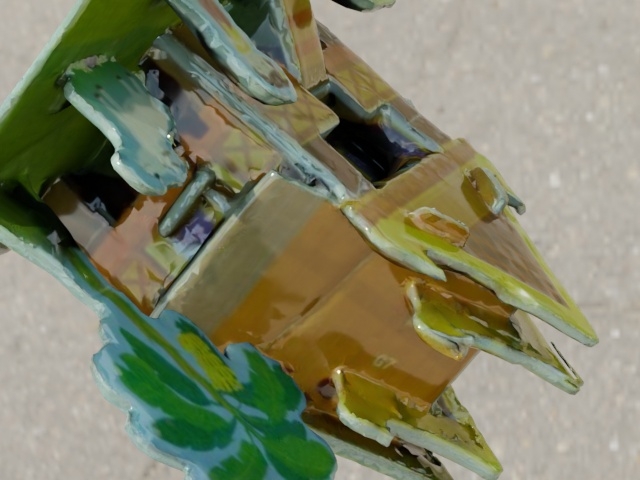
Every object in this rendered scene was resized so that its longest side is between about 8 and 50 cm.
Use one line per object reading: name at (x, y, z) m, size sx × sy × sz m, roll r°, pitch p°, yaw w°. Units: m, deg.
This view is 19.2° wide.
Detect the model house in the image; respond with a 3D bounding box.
model house at (0.000, 0.000, 1.007) m, size 0.313 × 0.242 × 0.357 m, roll 40°, pitch 21°, yaw 8°
